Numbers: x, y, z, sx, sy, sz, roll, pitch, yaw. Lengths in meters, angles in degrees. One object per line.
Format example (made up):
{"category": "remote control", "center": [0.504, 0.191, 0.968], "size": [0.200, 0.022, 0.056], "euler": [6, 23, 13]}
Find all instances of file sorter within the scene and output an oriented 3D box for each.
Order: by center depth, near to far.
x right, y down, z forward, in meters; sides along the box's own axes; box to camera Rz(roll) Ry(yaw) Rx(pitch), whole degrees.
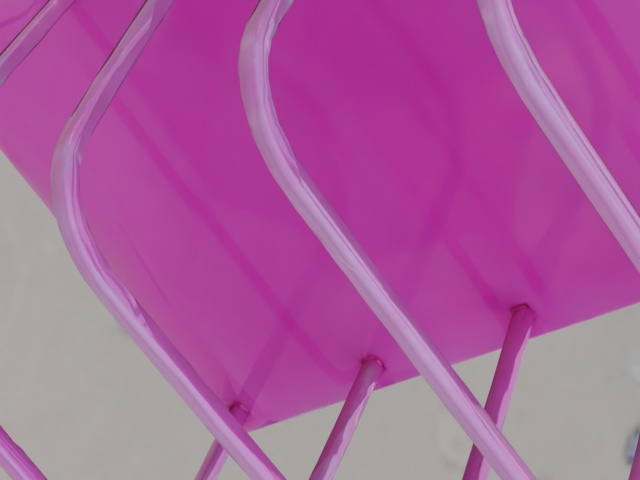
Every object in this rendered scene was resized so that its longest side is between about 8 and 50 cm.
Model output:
{"category": "file sorter", "center": [0.000, 0.000, 0.557], "size": [0.202, 0.291, 0.182], "euler": [53, 36, -21]}
